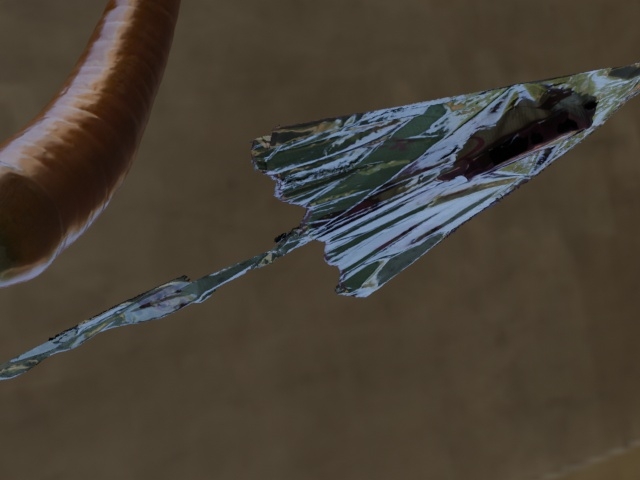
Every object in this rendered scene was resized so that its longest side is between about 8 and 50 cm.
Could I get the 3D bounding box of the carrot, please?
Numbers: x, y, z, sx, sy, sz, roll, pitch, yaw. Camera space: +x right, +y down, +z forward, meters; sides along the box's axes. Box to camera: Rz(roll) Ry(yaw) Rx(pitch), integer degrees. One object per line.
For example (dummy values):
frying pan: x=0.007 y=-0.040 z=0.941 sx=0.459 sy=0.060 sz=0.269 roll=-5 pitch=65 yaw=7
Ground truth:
carrot: x=-0.113 y=-0.060 z=0.902 sx=0.066 sy=0.062 sz=0.271 roll=31 pitch=-137 yaw=0

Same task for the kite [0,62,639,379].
kite: x=-0.001 y=-0.001 z=0.587 sx=0.229 sy=0.250 sz=0.012 roll=66 pitch=-179 yaw=-74
